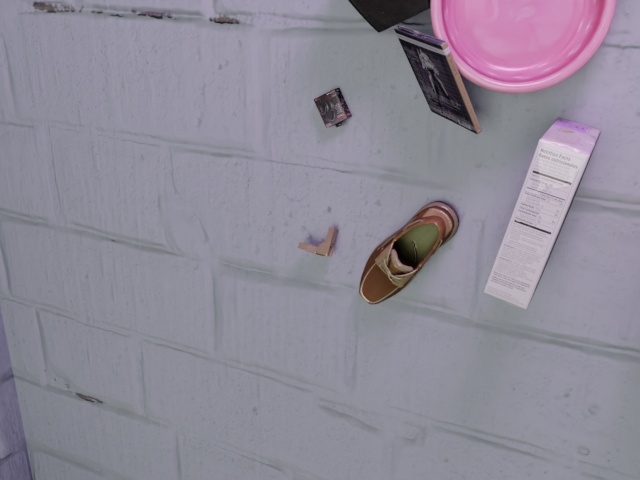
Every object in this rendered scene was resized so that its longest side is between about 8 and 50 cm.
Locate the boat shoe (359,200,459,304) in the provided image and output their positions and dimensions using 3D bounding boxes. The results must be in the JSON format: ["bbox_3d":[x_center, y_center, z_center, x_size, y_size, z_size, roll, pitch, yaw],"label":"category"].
[{"bbox_3d":[0.190,0.037,1.534,0.123,0.120,0.324,41,122,7],"label":"boat shoe"}]

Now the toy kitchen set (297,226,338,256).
[{"bbox_3d":[0.000,0.000,1.667,0.083,0.068,0.075,15,88,21],"label":"toy kitchen set"}]

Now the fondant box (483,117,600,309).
[{"bbox_3d":[0.445,-0.059,1.297,0.096,0.238,0.330,24,118,18],"label":"fondant box"}]

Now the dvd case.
[{"bbox_3d":[0.238,-0.325,1.308,0.018,0.164,0.221,-39,129,-4],"label":"dvd case"}]

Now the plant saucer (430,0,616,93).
[{"bbox_3d":[0.377,-0.447,1.227,0.332,0.084,0.331,2,102,10],"label":"plant saucer"}]

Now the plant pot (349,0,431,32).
[{"bbox_3d":[0.151,-0.534,1.300,0.188,0.187,0.167,-18,114,31],"label":"plant pot"}]

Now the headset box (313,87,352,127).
[{"bbox_3d":[0.031,-0.309,1.528,0.062,0.032,0.083,-19,99,31],"label":"headset box"}]
